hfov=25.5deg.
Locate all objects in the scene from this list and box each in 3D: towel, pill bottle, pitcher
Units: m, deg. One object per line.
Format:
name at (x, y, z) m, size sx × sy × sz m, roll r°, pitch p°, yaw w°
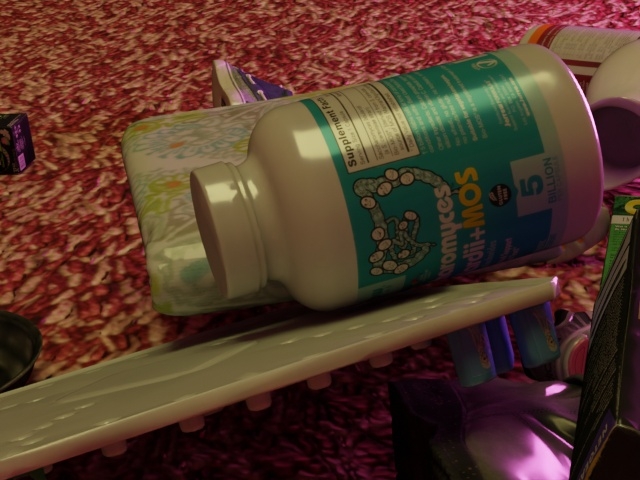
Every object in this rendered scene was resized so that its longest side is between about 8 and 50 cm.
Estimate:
towel at (-0.001, -0.045, 1.214) m, size 0.320 × 0.090 × 0.374 m, roll -11°, pitch 22°, yaw -8°
pill bottle at (0.049, -0.038, 0.975) m, size 0.264 × 0.146 × 0.146 m, roll -16°, pitch 23°, yaw -11°
pitcher at (0.301, -0.113, 1.419) m, size 0.178 × 0.125 × 0.207 m, roll -37°, pitch 2°, yaw 40°
pill bottle at (0.334, -0.176, 1.583) m, size 0.221 × 0.121 × 0.121 m, roll 11°, pitch 27°, yaw 35°

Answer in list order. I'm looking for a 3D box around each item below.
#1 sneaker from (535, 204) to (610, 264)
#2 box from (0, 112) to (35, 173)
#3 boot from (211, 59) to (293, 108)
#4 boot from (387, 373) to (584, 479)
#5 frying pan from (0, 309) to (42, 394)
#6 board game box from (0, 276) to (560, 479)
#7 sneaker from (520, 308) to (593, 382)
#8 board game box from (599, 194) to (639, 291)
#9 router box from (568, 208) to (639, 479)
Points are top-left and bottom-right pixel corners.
sneaker at (0.169, -0.031, 1.324) m, size 0.215 × 0.084 × 0.083 m, roll 6°, pitch 19°, yaw 29°
box at (-0.395, -0.116, 1.701) m, size 0.083 × 0.062 × 0.052 m, roll 0°, pitch 24°, yaw 13°
boot at (-0.086, -0.179, 1.789) m, size 0.086 × 0.069 × 0.190 m, roll -3°, pitch 29°, yaw -13°
boot at (0.172, 0.145, 0.831) m, size 0.222 × 0.118 × 0.338 m, roll -7°, pitch 21°, yaw -5°
frying pan at (-0.353, 0.134, 1.087) m, size 0.197 × 0.053 × 0.326 m, roll 8°, pitch 27°, yaw 30°
board game box at (-0.099, 0.106, 0.913) m, size 0.390 × 0.050 × 0.390 m, roll -16°, pitch 3°, yaw -24°
sneaker at (0.214, 0.073, 1.074) m, size 0.170 × 0.063 × 0.075 m, roll -19°, pitch 16°, yaw -42°
board game box at (0.374, 0.011, 1.196) m, size 0.259 × 0.030 × 0.136 m, roll 2°, pitch 39°, yaw 18°
router box at (0.297, 0.115, 0.768) m, size 0.309 × 0.081 × 0.243 m, roll 20°, pitch 30°, yaw 5°
